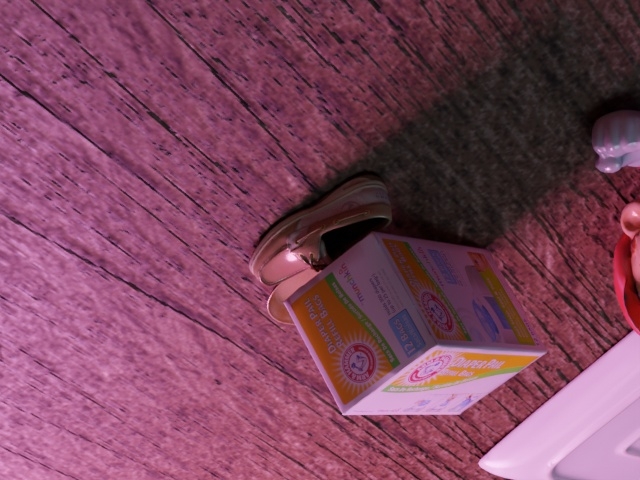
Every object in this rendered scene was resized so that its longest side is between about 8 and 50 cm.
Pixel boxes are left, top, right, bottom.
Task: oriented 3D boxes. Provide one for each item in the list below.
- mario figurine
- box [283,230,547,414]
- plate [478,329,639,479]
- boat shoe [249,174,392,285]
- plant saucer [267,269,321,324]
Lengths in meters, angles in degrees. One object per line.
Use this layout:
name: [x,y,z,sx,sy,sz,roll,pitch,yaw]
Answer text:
mario figurine: [0.324,-0.015,1.556,0.170,0.198,0.321,-18,144,-27]
box: [0.081,0.072,1.566,0.103,0.114,0.203,-38,157,24]
plate: [0.348,0.189,1.973,0.277,0.045,0.278,16,131,-41]
boat shoe: [0.000,0.000,1.523,0.135,0.045,0.050,-37,143,22]
plant saucer: [-0.007,0.040,1.602,0.083,0.015,0.083,-15,146,-10]
